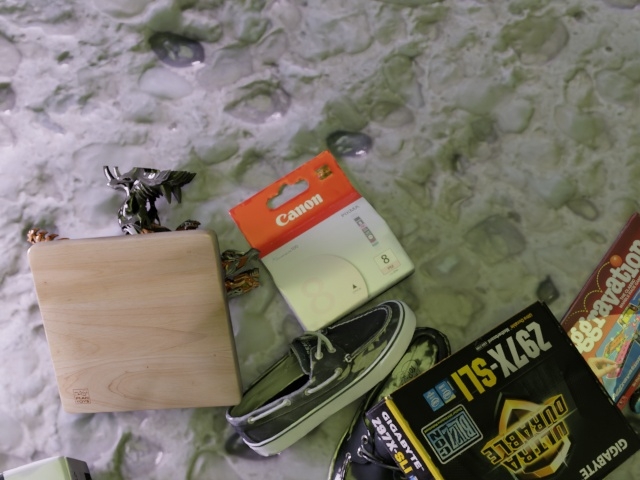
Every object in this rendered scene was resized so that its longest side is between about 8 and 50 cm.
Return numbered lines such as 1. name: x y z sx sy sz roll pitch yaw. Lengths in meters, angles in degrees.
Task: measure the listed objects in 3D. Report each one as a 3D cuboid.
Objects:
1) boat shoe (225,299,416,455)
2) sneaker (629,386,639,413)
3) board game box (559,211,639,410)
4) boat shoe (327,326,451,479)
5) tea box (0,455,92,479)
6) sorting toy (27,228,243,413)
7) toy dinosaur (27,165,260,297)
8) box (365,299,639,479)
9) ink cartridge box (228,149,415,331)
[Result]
1. boat shoe: -0.002 0.175 1.727 0.301 0.108 0.102 -38 125 1
2. sneaker: 0.531 0.229 1.786 0.162 0.063 0.073 -14 82 -5
3. board game box: 0.453 0.110 1.827 0.145 0.027 0.281 35 78 7
4. boat shoe: 0.102 0.276 1.729 0.127 0.113 0.340 27 77 5
5. tea box: -0.427 0.488 1.605 0.323 0.220 0.329 -19 79 -6
6. sorting toy: -0.245 0.102 1.699 0.257 0.089 0.255 -4 112 9
7. toy dinosaur: -0.249 0.004 1.766 0.322 0.164 0.218 4 93 -22
8. box: 0.255 0.259 1.670 0.322 0.079 0.257 -26 76 -34
9. ink cartridge box: 0.000 0.000 1.819 0.189 0.066 0.232 -32 85 -9
